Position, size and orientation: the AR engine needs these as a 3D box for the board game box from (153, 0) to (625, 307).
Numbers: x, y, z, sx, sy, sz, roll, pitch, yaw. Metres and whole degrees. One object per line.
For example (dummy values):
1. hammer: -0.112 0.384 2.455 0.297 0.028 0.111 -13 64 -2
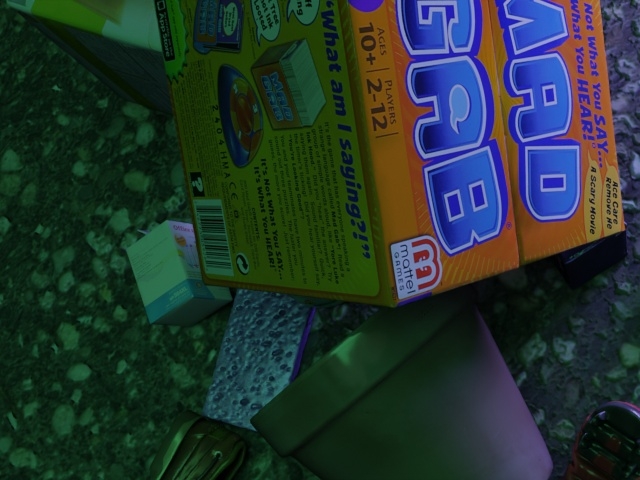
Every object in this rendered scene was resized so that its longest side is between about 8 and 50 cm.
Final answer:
1. board game box: 0.074 -0.149 1.175 0.356 0.356 0.356 3 105 54

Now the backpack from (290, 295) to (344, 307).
1. backpack: 0.000 0.000 1.444 0.152 0.115 0.182 -10 56 20

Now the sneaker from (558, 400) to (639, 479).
1. sneaker: 0.334 0.312 1.268 0.098 0.135 0.276 37 111 30

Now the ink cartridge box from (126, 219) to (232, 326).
1. ink cartridge box: -0.208 0.041 1.502 0.090 0.092 0.143 -32 68 27

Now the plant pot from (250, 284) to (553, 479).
1. plant pot: 0.125 0.223 1.269 0.323 0.323 0.280 -41 83 2

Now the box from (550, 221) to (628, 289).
1. box: 0.315 -0.037 1.342 0.093 0.156 0.158 -34 68 6

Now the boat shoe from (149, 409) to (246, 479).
1. boat shoe: -0.202 0.388 1.402 0.104 0.111 0.307 22 85 18

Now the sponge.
1. sponge: -0.085 0.164 1.474 0.117 0.031 0.210 11 77 19

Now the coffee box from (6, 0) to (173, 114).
1. coffee box: -0.163 -0.370 1.485 0.334 0.338 0.337 19 81 21
